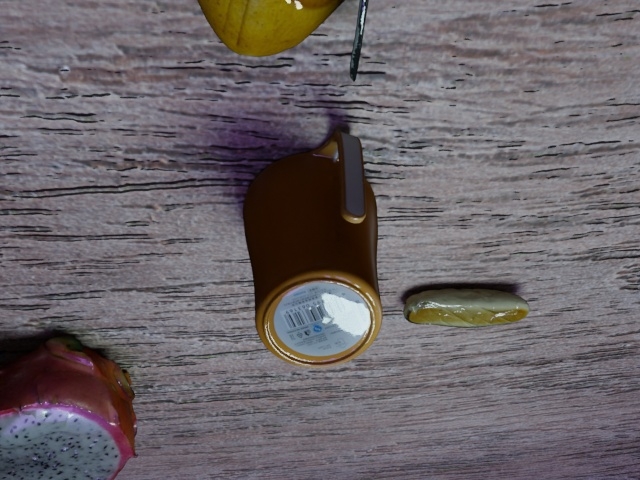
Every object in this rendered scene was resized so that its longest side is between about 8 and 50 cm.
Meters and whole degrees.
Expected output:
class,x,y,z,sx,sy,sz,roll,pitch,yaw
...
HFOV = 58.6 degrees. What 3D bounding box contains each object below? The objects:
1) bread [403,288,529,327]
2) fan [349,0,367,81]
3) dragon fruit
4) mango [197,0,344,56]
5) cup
class,x,y,z,sx,sy,sz,roll,pitch,yaw
bread,0.243,0.111,0.963,0.215,0.053,0.073,1,130,-7
fan,0.048,-0.270,0.489,0.012,0.294,0.223,9,166,2
dragon fruit,-0.439,0.281,0.928,0.291,0.189,0.290,-10,131,-11
mango,-0.039,-0.269,0.484,0.154,0.126,0.252,11,139,-15
cup,0.000,0.000,0.677,0.183,0.263,0.226,15,119,-13
